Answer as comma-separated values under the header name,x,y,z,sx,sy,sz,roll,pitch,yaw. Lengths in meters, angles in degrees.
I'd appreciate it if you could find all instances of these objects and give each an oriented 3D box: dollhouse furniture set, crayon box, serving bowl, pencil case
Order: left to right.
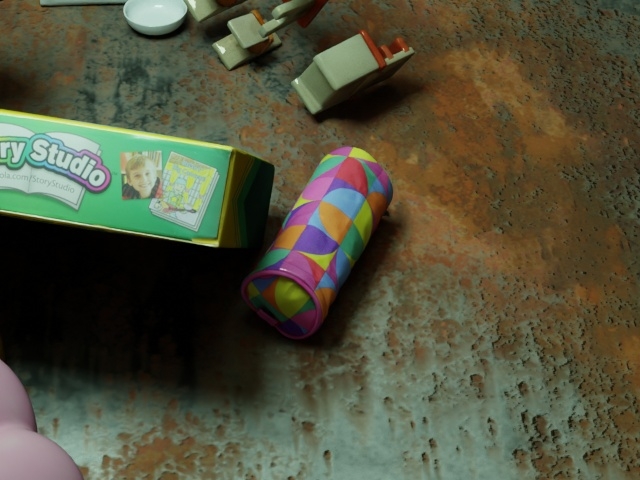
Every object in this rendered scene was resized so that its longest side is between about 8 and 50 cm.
name,x,y,z,sx,sy,sz,roll,pitch,yaw
crayon box,-0.247,-0.065,1.576,0.362,0.106,0.313,9,1,6
serving bowl,-0.216,-0.294,2.027,0.083,0.027,0.083,1,41,-1
dollhouse furniture set,-0.017,-0.295,1.891,0.135,0.262,0.259,-30,84,-33
pencil case,0.000,0.000,1.658,0.104,0.104,0.236,16,42,16

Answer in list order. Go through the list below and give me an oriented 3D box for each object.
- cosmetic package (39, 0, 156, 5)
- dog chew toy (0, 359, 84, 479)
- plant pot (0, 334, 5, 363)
name,x,y,z,sx,sy,sz,roll,pitch,yaw
cosmetic package,-0.272,-0.437,2.106,0.224,0.138,0.224,-3,42,-3
dog chew toy,-0.296,0.231,1.320,0.206,0.207,0.332,-31,59,-31
plant pot,-0.419,0.068,1.497,0.205,0.188,0.205,1,41,-1
